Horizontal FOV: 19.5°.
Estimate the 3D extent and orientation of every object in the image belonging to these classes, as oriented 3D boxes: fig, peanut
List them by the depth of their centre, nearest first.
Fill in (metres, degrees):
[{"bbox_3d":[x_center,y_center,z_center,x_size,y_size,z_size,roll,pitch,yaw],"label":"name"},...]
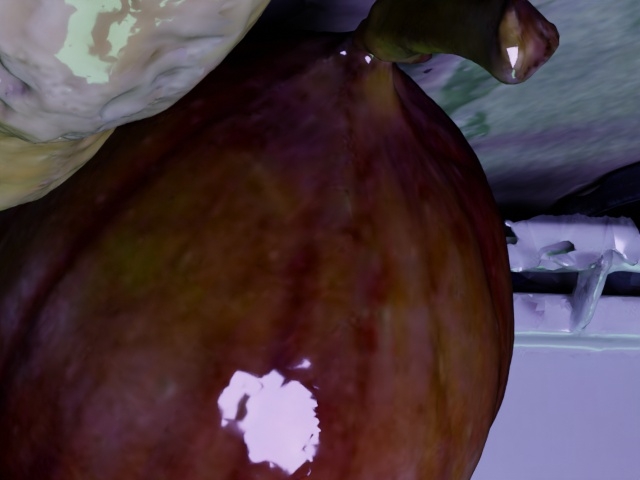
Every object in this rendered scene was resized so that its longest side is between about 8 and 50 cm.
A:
[{"bbox_3d":[-0.066,-0.067,0.449,0.099,0.099,0.214,-2,167,-33],"label":"peanut"},{"bbox_3d":[-0.015,-0.003,0.610,0.203,0.186,0.249,-23,136,-56],"label":"fig"}]

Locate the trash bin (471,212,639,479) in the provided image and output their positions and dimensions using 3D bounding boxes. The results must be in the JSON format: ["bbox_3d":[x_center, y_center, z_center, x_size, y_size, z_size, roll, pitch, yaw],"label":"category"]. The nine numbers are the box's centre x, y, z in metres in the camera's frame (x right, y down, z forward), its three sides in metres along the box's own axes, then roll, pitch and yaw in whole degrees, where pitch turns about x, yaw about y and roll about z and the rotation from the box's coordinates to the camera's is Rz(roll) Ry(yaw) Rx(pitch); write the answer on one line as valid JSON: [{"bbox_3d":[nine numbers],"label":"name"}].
[{"bbox_3d":[0.092,0.181,0.867,0.255,0.368,0.296,3,161,-16],"label":"trash bin"}]

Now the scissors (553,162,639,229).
[{"bbox_3d":[0.226,-0.051,0.832,0.109,0.022,0.300,-1,161,-37],"label":"scissors"}]
